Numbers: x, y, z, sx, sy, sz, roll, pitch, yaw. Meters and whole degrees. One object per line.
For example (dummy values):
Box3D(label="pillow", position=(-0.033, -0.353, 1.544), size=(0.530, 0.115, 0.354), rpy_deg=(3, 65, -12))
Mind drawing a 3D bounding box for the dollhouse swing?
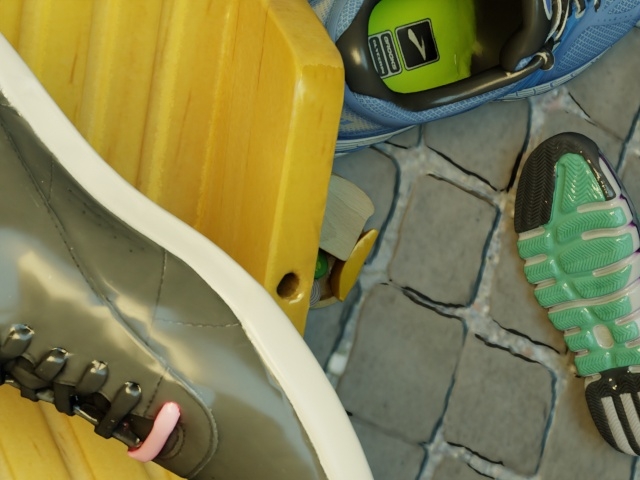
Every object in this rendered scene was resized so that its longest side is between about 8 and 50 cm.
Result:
Box3D(label="dollhouse swing", position=(-0.132, 0.013, 0.645), size=(0.346, 0.305, 0.315), rpy_deg=(1, 108, -29))

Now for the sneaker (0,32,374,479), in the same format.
Box3D(label="sneaker", position=(-0.118, 0.038, 0.546), size=(0.296, 0.104, 0.147), rpy_deg=(46, 55, 4))

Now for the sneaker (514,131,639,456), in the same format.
Box3D(label="sneaker", position=(0.198, 0.028, 1.000), size=(0.098, 0.083, 0.224), rpy_deg=(-31, 107, -51))

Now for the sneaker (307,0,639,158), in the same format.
Box3D(label="sneaker", position=(0.115, -0.137, 0.904), size=(0.330, 0.147, 0.130), rpy_deg=(-28, 102, -28))

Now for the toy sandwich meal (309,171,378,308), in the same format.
Box3D(label="toy sandwich meal", position=(0.000, 0.000, 0.899), size=(0.085, 0.029, 0.086), rpy_deg=(1, 87, -30))
